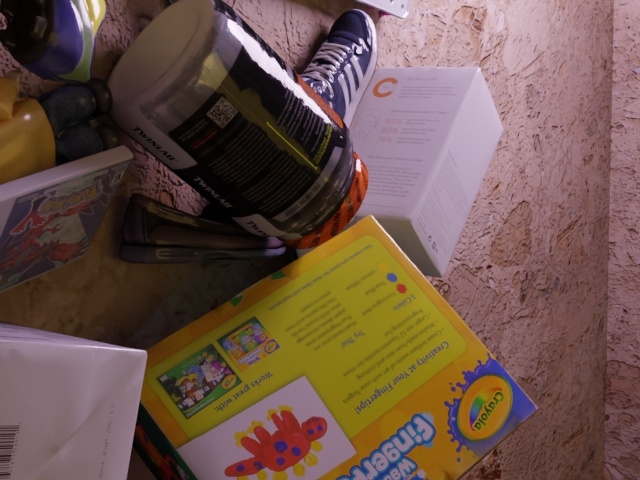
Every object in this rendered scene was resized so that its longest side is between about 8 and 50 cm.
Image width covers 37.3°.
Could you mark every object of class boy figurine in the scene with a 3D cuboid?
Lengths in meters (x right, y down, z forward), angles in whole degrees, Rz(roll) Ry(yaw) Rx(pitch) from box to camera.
[{"bbox_3d":[-0.350,-0.092,1.054,0.285,0.092,0.177,-35,127,-47],"label":"boy figurine"}]

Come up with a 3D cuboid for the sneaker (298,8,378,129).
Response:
[{"bbox_3d":[0.002,-0.272,1.536,0.153,0.099,0.282,33,72,-55],"label":"sneaker"}]

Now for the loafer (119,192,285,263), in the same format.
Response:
[{"bbox_3d":[-0.154,-0.018,1.346,0.303,0.109,0.095,-3,93,-53],"label":"loafer"}]

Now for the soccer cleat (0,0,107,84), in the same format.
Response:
[{"bbox_3d":[-0.291,-0.312,1.080,0.121,0.094,0.289,30,58,-56],"label":"soccer cleat"}]

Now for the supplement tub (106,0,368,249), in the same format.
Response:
[{"bbox_3d":[-0.099,-0.143,1.256,0.338,0.207,0.207,41,61,-35],"label":"supplement tub"}]

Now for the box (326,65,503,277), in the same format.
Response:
[{"bbox_3d":[0.154,-0.129,1.681,0.345,0.215,0.168,-63,141,-27],"label":"box"}]

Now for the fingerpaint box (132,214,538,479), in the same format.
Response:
[{"bbox_3d":[0.004,0.231,1.286,0.445,0.371,0.163,-32,163,-31],"label":"fingerpaint box"}]

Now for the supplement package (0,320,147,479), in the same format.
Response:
[{"bbox_3d":[-0.348,0.183,0.946,0.198,0.263,0.199,15,82,-55],"label":"supplement package"}]

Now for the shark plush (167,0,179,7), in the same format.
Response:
[{"bbox_3d":[-0.180,-0.359,1.279,0.073,0.067,0.161,-46,131,-42],"label":"shark plush"}]

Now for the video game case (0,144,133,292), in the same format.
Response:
[{"bbox_3d":[-0.316,-0.015,1.074,0.201,0.023,0.183,-30,160,-52],"label":"video game case"}]

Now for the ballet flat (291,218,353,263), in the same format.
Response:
[{"bbox_3d":[0.000,0.000,1.533,0.139,0.139,0.400,-39,128,-46],"label":"ballet flat"}]

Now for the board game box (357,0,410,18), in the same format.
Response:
[{"bbox_3d":[0.051,-0.603,1.595,0.390,0.050,0.389,0,95,-56],"label":"board game box"}]
